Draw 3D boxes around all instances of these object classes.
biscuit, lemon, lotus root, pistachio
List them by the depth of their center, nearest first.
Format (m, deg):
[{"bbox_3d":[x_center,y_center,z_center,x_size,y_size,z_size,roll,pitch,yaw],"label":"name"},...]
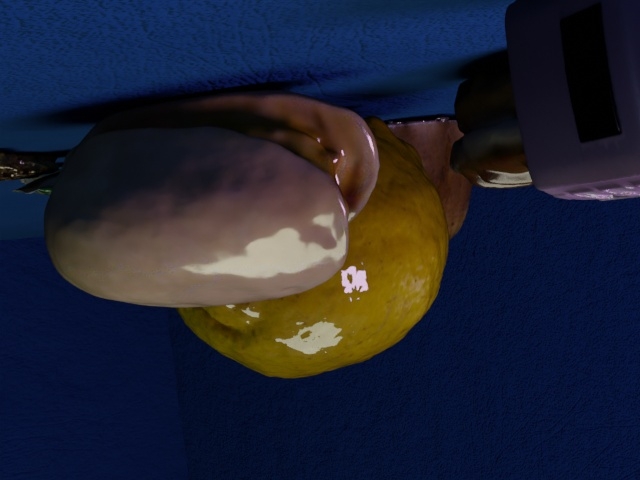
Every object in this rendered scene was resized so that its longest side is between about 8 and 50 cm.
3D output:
[{"bbox_3d":[-0.101,-0.028,1.128,0.299,0.187,0.187,-4,-179,25],"label":"pistachio"},{"bbox_3d":[0.299,-0.117,1.144,0.366,0.115,0.268,-9,180,-2],"label":"biscuit"},{"bbox_3d":[-0.003,0.002,1.346,0.316,0.285,0.285,4,174,-30],"label":"lemon"},{"bbox_3d":[-0.369,-0.070,1.353,0.237,0.026,0.131,-6,180,-33],"label":"biscuit"},{"bbox_3d":[0.074,-0.057,1.673,0.272,0.192,0.272,-1,177,0],"label":"lotus root"}]

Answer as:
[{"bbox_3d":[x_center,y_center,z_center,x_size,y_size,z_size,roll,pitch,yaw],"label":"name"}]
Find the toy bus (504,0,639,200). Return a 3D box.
[{"bbox_3d":[0.200,-0.094,0.716,0.142,0.141,0.202,-8,180,-17],"label":"toy bus"}]

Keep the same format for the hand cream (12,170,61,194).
[{"bbox_3d":[-0.198,-0.072,1.480,0.276,0.059,0.095,-8,-174,-21],"label":"hand cream"}]

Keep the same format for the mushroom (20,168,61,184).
[{"bbox_3d":[-0.280,-0.069,1.606,0.059,0.054,0.202,-6,176,36],"label":"mushroom"}]
